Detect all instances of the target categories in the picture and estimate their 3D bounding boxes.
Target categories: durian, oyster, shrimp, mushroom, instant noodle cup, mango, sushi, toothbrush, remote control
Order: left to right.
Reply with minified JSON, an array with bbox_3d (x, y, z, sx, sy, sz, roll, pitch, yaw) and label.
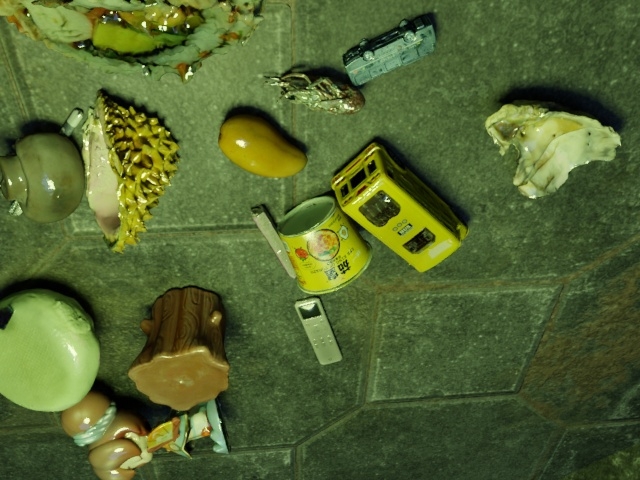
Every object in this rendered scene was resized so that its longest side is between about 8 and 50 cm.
[{"bbox_3d":[-0.533,-0.146,1.085,0.288,0.026,0.024,-44,80,25],"label":"toothbrush"},{"bbox_3d":[-0.506,-0.105,1.046,0.141,0.117,0.188,-23,149,-39],"label":"mushroom"},{"bbox_3d":[-0.367,-0.089,1.051,0.185,0.196,0.305,10,126,-24],"label":"durian"},{"bbox_3d":[-0.258,-0.339,0.754,0.417,0.417,0.176,0,88,-8],"label":"sushi"},{"bbox_3d":[-0.112,-0.176,1.078,0.184,0.085,0.102,22,121,-36],"label":"mango"},{"bbox_3d":[-0.013,-0.267,1.016,0.190,0.073,0.075,17,140,-4],"label":"shrimp"},{"bbox_3d":[-0.002,0.244,1.477,0.067,0.029,0.261,-15,130,5],"label":"remote control"},{"bbox_3d":[0.000,0.000,1.188,0.182,0.182,0.144,-23,119,12],"label":"instant noodle cup"},{"bbox_3d":[0.460,-0.191,1.126,0.275,0.100,0.271,-23,132,-4],"label":"oyster"}]

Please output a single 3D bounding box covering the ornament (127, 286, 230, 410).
[{"bbox_3d":[-0.320,0.242,1.312,0.221,0.218,0.235,9,129,-14],"label":"ornament"}]

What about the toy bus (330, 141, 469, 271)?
[{"bbox_3d":[0.181,-0.045,1.178,0.331,0.151,0.145,36,115,-30],"label":"toy bus"}]

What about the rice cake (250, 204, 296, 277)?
[{"bbox_3d":[-0.098,0.007,1.254,0.036,0.047,0.207,-24,130,5],"label":"rice cake"}]

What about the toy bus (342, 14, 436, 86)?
[{"bbox_3d":[0.122,-0.335,0.995,0.165,0.047,0.065,-21,134,12],"label":"toy bus"}]

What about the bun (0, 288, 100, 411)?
[{"bbox_3d":[-0.621,0.237,1.296,0.293,0.187,0.293,5,110,13],"label":"bun"}]

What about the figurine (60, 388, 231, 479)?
[{"bbox_3d":[-0.458,0.498,1.498,0.388,0.248,0.277,-15,149,-9],"label":"figurine"}]
